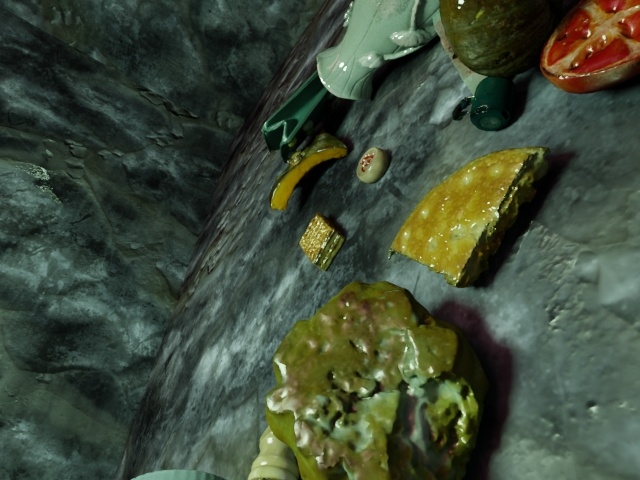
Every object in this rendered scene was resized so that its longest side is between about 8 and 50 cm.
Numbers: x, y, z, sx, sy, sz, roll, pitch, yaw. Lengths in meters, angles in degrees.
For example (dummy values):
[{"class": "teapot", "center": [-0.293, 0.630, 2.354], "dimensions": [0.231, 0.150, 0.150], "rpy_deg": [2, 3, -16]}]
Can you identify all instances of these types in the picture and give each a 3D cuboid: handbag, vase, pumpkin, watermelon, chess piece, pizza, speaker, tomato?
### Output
[{"class": "handbag", "center": [-0.048, -0.370, 1.285], "dimensions": [0.274, 0.100, 0.269], "rpy_deg": [-46, -1, -5]}, {"class": "vase", "center": [0.165, -0.534, 0.990], "dimensions": [0.445, 0.250, 0.250], "rpy_deg": [-39, 34, 50]}, {"class": "pumpkin", "center": [0.234, -0.343, 0.571], "dimensions": [0.162, 0.219, 0.219], "rpy_deg": [3, 68, 46]}, {"class": "watermelon", "center": [0.286, -0.343, 0.733], "dimensions": [0.154, 0.094, 0.241], "rpy_deg": [-23, 47, 43]}, {"class": "chess piece", "center": [-0.068, 0.355, 0.760], "dimensions": [0.090, 0.090, 0.200], "rpy_deg": [-48, 17, 32]}, {"class": "chess piece", "center": [0.118, -0.169, 0.938], "dimensions": [0.083, 0.038, 0.083], "rpy_deg": [-46, 27, 33]}, {"class": "pizza", "center": [0.202, -0.016, 0.590], "dimensions": [0.292, 0.058, 0.197], "rpy_deg": [-43, 32, 43]}, {"class": "speaker", "center": [0.253, -0.215, 0.655], "dimensions": [0.094, 0.060, 0.075], "rpy_deg": [6, 67, 31]}, {"class": "tomato", "center": [0.350, -0.232, 0.485], "dimensions": [0.155, 0.069, 0.155], "rpy_deg": [-34, 37, 32]}, {"class": "pumpkin", "center": [-0.043, -0.231, 1.260], "dimensions": [0.290, 0.095, 0.258], "rpy_deg": [-43, 18, 22]}]

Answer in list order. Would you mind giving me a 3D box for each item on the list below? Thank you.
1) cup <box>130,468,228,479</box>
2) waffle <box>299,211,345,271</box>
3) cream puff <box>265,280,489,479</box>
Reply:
[{"class": "cup", "center": [-0.245, 0.611, 0.703], "dimensions": [0.257, 0.331, 0.311], "rpy_deg": [-21, 35, 9]}, {"class": "waffle", "center": [0.001, 0.000, 1.001], "dimensions": [0.102, 0.042, 0.148], "rpy_deg": [-61, 24, 11]}, {"class": "cream puff", "center": [0.072, 0.197, 0.527], "dimensions": [0.282, 0.185, 0.282], "rpy_deg": [-9, 51, 12]}]
